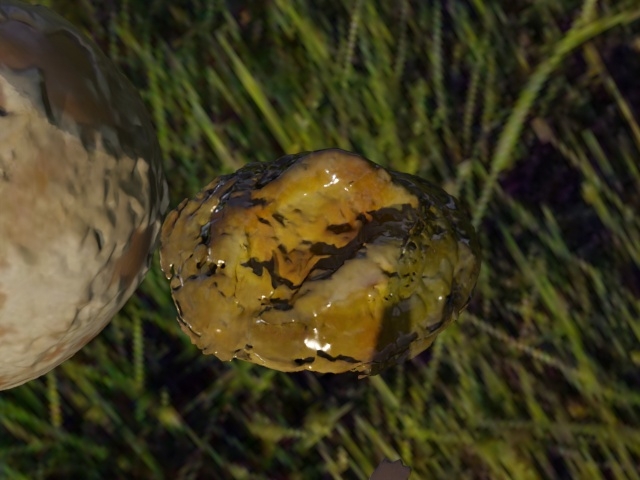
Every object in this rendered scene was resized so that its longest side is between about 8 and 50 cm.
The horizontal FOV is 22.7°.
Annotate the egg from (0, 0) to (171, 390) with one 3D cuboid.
[{"bbox_3d":[-0.176,-0.025,0.765,0.203,0.203,0.245,-28,-11,13],"label":"egg"}]

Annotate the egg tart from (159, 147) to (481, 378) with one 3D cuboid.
[{"bbox_3d":[0.000,0.000,1.416,0.297,0.132,0.297,-1,41,1],"label":"egg tart"}]

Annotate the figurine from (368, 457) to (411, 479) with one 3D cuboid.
[{"bbox_3d":[0.067,0.530,1.952,0.266,0.361,0.378,14,37,16],"label":"figurine"}]
